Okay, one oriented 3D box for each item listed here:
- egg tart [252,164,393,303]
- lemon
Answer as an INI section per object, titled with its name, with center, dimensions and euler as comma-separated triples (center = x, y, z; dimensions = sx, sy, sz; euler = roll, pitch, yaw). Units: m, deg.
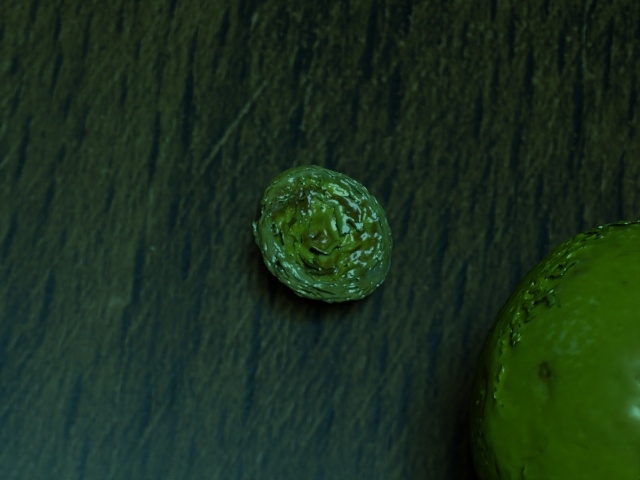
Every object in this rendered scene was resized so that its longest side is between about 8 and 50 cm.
[egg tart]
center = 0.000, 0.000, 1.427
dimensions = 0.128, 0.049, 0.129
euler = 9, 62, -17
[lemon]
center = 0.244, 0.130, 1.313
dimensions = 0.257, 0.258, 0.310
euler = 23, 66, -3
